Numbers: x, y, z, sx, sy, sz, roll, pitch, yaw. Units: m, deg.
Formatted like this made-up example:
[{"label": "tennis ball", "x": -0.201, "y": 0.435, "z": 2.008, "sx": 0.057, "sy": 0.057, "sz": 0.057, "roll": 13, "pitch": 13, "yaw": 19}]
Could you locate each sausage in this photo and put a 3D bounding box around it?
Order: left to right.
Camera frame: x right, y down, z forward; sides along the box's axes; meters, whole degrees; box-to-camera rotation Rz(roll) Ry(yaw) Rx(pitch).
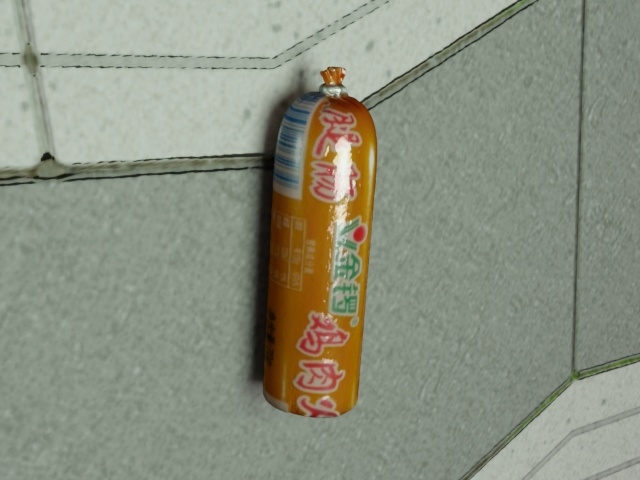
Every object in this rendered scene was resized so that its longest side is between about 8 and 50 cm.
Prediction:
[{"label": "sausage", "x": 0.000, "y": 0.000, "z": 0.717, "sx": 0.071, "sy": 0.071, "sz": 0.234, "roll": -12, "pitch": 113, "yaw": -39}]
